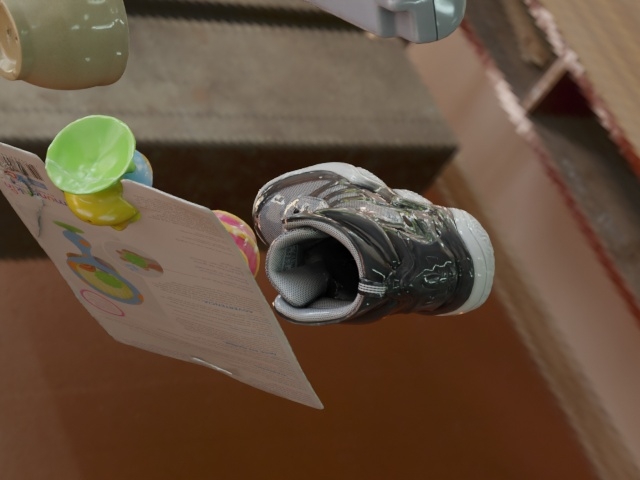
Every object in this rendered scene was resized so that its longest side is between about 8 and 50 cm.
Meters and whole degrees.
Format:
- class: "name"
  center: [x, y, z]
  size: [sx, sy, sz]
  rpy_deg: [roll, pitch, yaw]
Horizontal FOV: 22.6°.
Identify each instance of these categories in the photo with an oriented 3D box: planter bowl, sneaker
- class: "planter bowl"
  center: [-0.285, -0.224, 1.653]
  size: [0.109, 0.162, 0.162]
  rpy_deg: [-23, 66, -32]
- class: "sneaker"
  center: [0.000, 0.000, 1.292]
  size: [0.153, 0.101, 0.269]
  rpy_deg: [-7, 17, -41]

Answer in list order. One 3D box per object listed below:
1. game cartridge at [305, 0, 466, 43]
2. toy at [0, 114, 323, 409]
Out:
- class: "game cartridge"
  center: [0.010, -0.274, 0.911]
  size: [0.062, 0.297, 0.198]
  rpy_deg: [-13, 22, -13]
- class: "toy"
  center: [-0.075, 0.005, 0.822]
  size: [0.137, 0.237, 0.056]
  rpy_deg: [17, 71, 21]
